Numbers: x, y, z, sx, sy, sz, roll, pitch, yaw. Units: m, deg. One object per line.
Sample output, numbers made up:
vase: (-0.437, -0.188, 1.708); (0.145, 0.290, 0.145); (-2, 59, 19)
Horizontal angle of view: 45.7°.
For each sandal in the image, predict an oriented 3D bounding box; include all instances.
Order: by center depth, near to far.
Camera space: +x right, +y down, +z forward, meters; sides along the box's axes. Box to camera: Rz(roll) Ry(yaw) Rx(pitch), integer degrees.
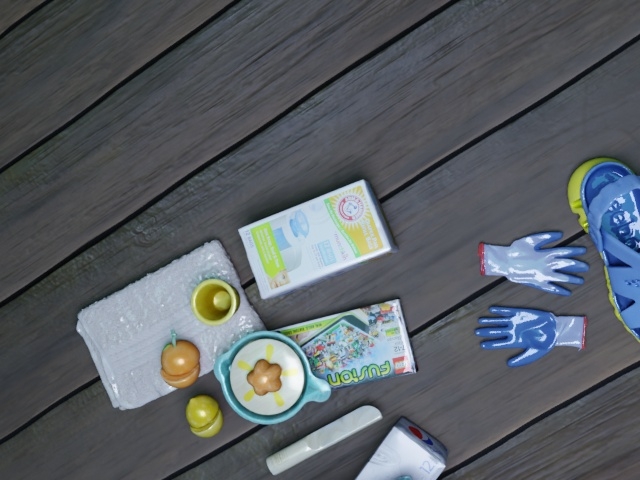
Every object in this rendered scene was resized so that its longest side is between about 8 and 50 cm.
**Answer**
sandal: (0.438, 0.029, 1.019); (0.126, 0.138, 0.317); (-31, 83, 7)

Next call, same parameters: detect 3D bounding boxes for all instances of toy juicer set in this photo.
toy juicer set: (-0.100, 0.227, 1.108); (0.329, 0.089, 0.209); (40, 94, 7)

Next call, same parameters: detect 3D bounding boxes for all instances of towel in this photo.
towel: (-0.241, 0.138, 1.205); (0.282, 0.049, 0.187); (-29, 83, 9)

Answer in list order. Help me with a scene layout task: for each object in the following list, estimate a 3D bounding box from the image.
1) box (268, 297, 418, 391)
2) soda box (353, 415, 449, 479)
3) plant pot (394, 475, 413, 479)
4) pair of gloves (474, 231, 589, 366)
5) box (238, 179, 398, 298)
box: (0.034, 0.166, 1.150); (0.207, 0.036, 0.114); (-16, 85, 11)
soda box: (0.067, 0.399, 1.101); (0.091, 0.098, 0.286); (36, 96, 12)
plant pot: (0.096, 0.469, 0.979); (0.166, 0.165, 0.234); (-22, 121, -10)
pair of gloves: (0.306, 0.086, 1.103); (0.159, 0.023, 0.198); (1, 87, 14)
box: (0.000, 0.000, 1.131); (0.203, 0.103, 0.114); (-21, 84, 11)
